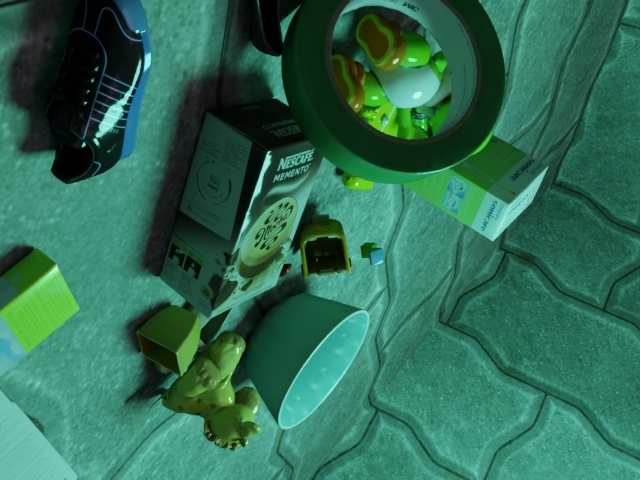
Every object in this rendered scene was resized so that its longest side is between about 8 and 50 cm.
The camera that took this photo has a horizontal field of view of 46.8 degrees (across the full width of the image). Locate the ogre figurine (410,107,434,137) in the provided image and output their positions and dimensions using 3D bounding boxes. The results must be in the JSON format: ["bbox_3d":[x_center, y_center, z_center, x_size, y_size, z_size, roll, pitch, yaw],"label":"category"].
[{"bbox_3d":[0.226,-0.229,1.495,0.197,0.097,0.118,-38,145,-75],"label":"ogre figurine"}]

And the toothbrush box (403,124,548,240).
[{"bbox_3d":[0.352,-0.159,1.742,0.206,0.283,0.122,-38,153,-40],"label":"toothbrush box"}]

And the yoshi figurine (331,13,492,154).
[{"bbox_3d":[0.188,-0.242,1.270,0.362,0.203,0.203,6,97,-46],"label":"yoshi figurine"}]

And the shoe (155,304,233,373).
[{"bbox_3d":[-0.209,0.147,1.292,0.219,0.058,0.076,-54,159,-4],"label":"shoe"}]

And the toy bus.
[{"bbox_3d":[0.006,0.002,1.471,0.191,0.202,0.104,-23,112,-44],"label":"toy bus"}]

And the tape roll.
[{"bbox_3d":[0.106,-0.244,1.055,0.321,0.321,0.077,-49,-171,-18],"label":"tape roll"}]

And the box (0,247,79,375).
[{"bbox_3d":[-0.381,0.104,0.882,0.178,0.042,0.109,-45,156,-26],"label":"box"}]

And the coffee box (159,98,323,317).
[{"bbox_3d":[-0.115,-0.051,1.120,0.168,0.119,0.297,-25,144,-52],"label":"coffee box"}]

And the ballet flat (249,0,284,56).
[{"bbox_3d":[-0.065,-0.312,0.943,0.057,0.049,0.173,-45,157,-28],"label":"ballet flat"}]

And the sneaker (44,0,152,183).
[{"bbox_3d":[-0.235,-0.156,0.762,0.090,0.081,0.232,-45,159,-44],"label":"sneaker"}]

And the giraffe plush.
[{"bbox_3d":[-0.179,0.289,1.338,0.210,0.170,0.181,-46,-176,-14],"label":"giraffe plush"}]

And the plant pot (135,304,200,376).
[{"bbox_3d":[-0.241,0.156,1.216,0.083,0.081,0.081,-54,161,-34],"label":"plant pot"}]

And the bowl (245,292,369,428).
[{"bbox_3d":[-0.048,0.239,1.628,0.311,0.163,0.311,-46,157,-25],"label":"bowl"}]

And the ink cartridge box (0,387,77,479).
[{"bbox_3d":[-0.457,0.313,0.994,0.176,0.069,0.371,-44,158,-26],"label":"ink cartridge box"}]

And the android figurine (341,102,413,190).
[{"bbox_3d":[0.117,-0.214,1.476,0.248,0.056,0.273,-60,160,11],"label":"android figurine"}]
